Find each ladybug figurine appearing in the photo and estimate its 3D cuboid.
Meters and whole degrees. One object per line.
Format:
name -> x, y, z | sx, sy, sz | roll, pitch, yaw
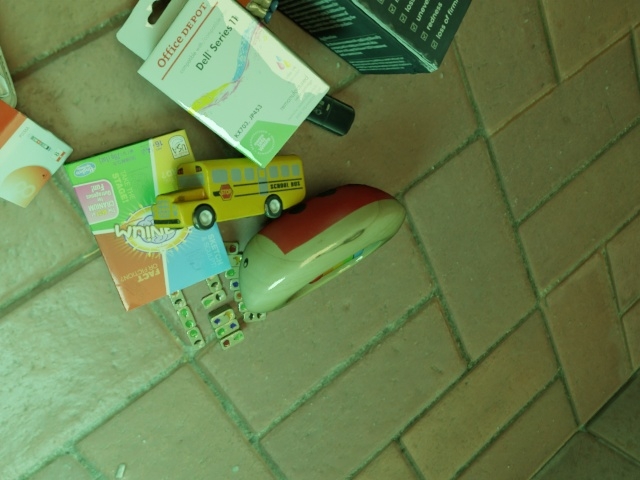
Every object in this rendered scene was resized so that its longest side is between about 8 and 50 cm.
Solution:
ladybug figurine -> 0.000, 0.000, 1.201 | 0.449, 0.305, 0.162 | -29, 79, -23

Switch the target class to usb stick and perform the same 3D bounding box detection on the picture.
usb stick -> -0.039, -0.321, 1.205 | 0.277, 0.045, 0.077 | 18, 102, -31

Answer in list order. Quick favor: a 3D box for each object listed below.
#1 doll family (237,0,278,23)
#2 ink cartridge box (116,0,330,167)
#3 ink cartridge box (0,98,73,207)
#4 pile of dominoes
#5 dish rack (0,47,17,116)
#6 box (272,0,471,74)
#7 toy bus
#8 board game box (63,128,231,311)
doll family -> -0.213, -0.427, 1.054 | 0.163, 0.118, 0.263 | 20, 112, -27
ink cartridge box -> -0.183, -0.327, 0.965 | 0.353, 0.119, 0.207 | 36, 106, -21
ink cartridge box -> -0.541, -0.150, 0.919 | 0.045, 0.179, 0.145 | 35, 83, 14
pile of dominoes -> -0.240, 0.131, 1.222 | 0.195, 0.040, 0.251 | -27, 115, -20
dish rack -> -0.621, -0.292, 0.769 | 0.333, 0.072, 0.286 | -36, 119, -56
box -> 0.096, -0.664, 1.036 | 0.471, 0.297, 0.480 | 27, 90, -33
toy bus -> -0.180, -0.102, 1.082 | 0.332, 0.108, 0.130 | -14, 102, -47
board game box -> -0.348, -0.045, 1.091 | 0.242, 0.064, 0.317 | -24, 111, -21
